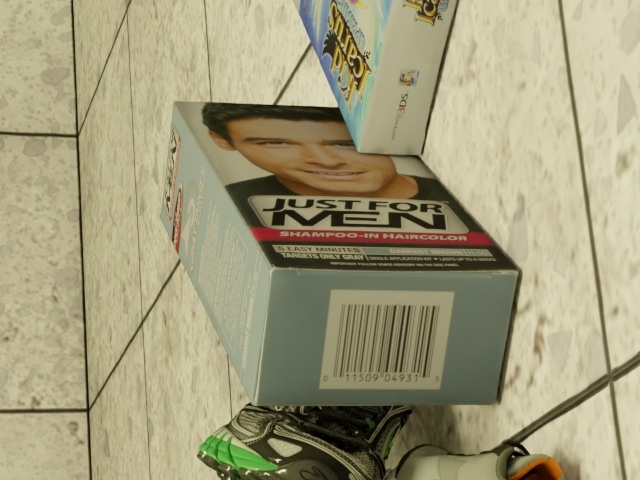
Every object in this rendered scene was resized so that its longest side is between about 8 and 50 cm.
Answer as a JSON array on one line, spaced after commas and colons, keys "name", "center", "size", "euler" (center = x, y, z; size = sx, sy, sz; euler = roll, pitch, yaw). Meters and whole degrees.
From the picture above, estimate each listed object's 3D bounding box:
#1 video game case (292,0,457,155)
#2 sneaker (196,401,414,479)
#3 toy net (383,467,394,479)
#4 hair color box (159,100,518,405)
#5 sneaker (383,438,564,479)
[{"name": "video game case", "center": [0.047, -0.244, 1.547], "size": [0.269, 0.061, 0.244], "euler": [-111, 26, -52]}, {"name": "sneaker", "center": [0.000, 0.135, 1.423], "size": [0.146, 0.134, 0.343], "euler": [-55, 4, 6]}, {"name": "toy net", "center": [0.059, 0.231, 1.396], "size": [0.122, 0.045, 0.232], "euler": [-29, 25, 28]}, {"name": "hair color box", "center": [0.000, 0.000, 1.466], "size": [0.374, 0.185, 0.114], "euler": [-125, 40, -64]}, {"name": "sneaker", "center": [0.117, 0.182, 1.254], "size": [0.108, 0.100, 0.271], "euler": [-58, 13, 1]}]
